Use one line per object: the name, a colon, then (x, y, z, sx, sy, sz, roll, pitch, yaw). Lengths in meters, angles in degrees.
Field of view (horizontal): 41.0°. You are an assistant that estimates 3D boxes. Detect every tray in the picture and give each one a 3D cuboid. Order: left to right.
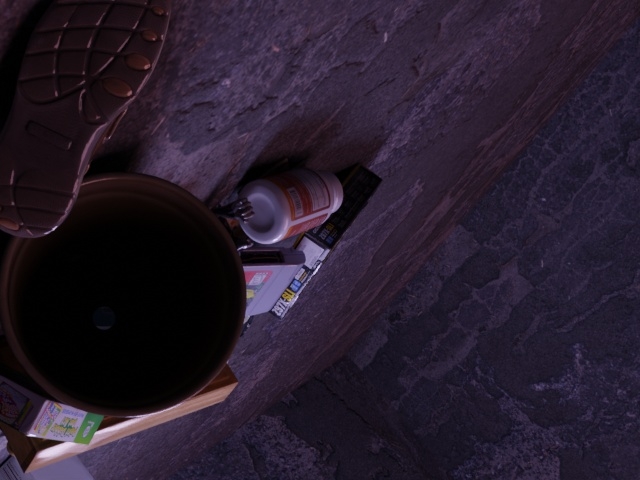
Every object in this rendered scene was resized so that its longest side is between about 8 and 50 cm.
tray: (-0.355, 0.230, 1.471, 0.410, 0.203, 0.076, -12, 148, -47)

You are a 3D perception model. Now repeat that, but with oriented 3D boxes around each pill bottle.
pill bottle: (-0.051, -0.073, 1.631, 0.216, 0.121, 0.121, -22, 156, -54)

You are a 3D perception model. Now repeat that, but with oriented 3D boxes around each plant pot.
plant pot: (-0.298, 0.093, 1.231, 0.323, 0.323, 0.280, -35, -178, -25)

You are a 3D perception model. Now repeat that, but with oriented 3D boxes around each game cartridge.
game cartridge: (-0.192, 0.089, 1.712, 0.294, 0.060, 0.196, -1, 146, -35)

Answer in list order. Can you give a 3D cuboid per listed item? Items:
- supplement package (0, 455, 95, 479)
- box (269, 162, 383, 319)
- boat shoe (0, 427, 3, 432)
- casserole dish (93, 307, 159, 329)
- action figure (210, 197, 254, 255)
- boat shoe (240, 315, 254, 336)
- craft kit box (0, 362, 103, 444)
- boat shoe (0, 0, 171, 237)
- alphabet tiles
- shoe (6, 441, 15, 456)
supplement package: (-0.663, 0.587, 1.951, 0.203, 0.149, 0.194, -44, 166, 9)
box: (0.000, 0.000, 1.929, 0.257, 0.079, 0.322, -58, 176, 40)
boat shoe: (-0.539, 0.328, 1.607, 0.098, 0.109, 0.302, -30, 157, -34)
casserole dish: (-0.314, 0.108, 1.425, 0.188, 0.114, 0.037, -4, 156, 4)
action figure: (-0.185, 0.008, 1.483, 0.140, 0.164, 0.275, -1, 177, 27)
boat shoe: (-0.210, 0.156, 1.957, 0.113, 0.127, 0.340, -65, 172, -48)
craft kit box: (-0.449, 0.201, 1.179, 0.061, 0.246, 0.250, -61, 170, -13)
boat shoe: (-0.262, -0.159, 0.912, 0.324, 0.123, 0.116, -54, -163, 14)
alphabet tiles: (-0.106, -0.086, 1.716, 0.198, 0.009, 0.237, -39, 166, -10)
shoe: (-0.565, 0.400, 1.806, 0.219, 0.076, 0.058, -29, 156, -48)
